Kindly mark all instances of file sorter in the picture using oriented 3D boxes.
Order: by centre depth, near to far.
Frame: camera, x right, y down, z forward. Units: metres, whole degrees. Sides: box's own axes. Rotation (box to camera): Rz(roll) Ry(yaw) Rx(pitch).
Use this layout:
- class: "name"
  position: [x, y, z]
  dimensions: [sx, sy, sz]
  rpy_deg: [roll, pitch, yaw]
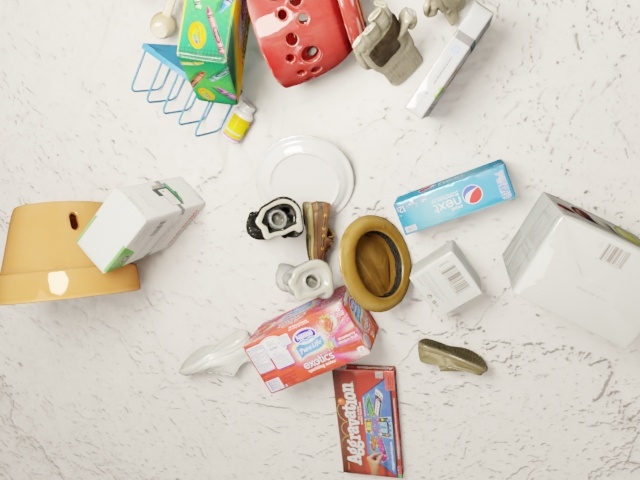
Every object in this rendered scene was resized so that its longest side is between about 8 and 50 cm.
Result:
- class: "file sorter"
  position: [-0.271, -0.300, 0.986]
  dimensions: [0.170, 0.118, 0.105]
  rpy_deg: [36, 115, 3]

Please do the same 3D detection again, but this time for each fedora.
- class: "fedora"
  position: [0.096, 0.048, 0.987]
  dimensions: [0.079, 0.194, 0.195]
  rpy_deg: [-11, 106, 57]

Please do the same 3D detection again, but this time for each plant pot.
- class: "plant pot"
  position: [-0.014, -0.380, 0.852]
  dimensions: [0.173, 0.191, 0.191]
  rpy_deg: [-12, 103, 13]
- class: "plant pot"
  position: [-0.562, 0.026, 1.097]
  dimensions: [0.290, 0.291, 0.204]
  rpy_deg: [-7, 87, 18]

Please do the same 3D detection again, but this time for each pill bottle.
- class: "pill bottle"
  position: [-0.166, -0.244, 1.012]
  dimensions: [0.043, 0.043, 0.083]
  rpy_deg: [37, 113, 2]

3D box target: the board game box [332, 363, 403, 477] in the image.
- class: "board game box"
  position: [0.111, 0.419, 1.142]
  dimensions: [0.144, 0.027, 0.282]
  rpy_deg: [-2, 106, 18]

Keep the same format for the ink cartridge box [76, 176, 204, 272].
- class: "ink cartridge box"
  position: [-0.369, -0.040, 1.038]
  dimensions: [0.092, 0.219, 0.160]
  rpy_deg: [47, 112, 2]

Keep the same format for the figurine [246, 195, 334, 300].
- class: "figurine"
  position: [-0.075, 0.025, 1.001]
  dimensions: [0.092, 0.209, 0.215]
  rpy_deg: [-30, 98, -18]

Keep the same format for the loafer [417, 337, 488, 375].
- class: "loafer"
  position: [0.273, 0.250, 1.032]
  dimensions: [0.147, 0.056, 0.050]
  rpy_deg: [18, 111, 21]

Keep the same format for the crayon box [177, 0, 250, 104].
- class: "crayon box"
  position: [-0.170, -0.398, 0.841]
  dimensions: [0.081, 0.165, 0.279]
  rpy_deg: [6, 82, -2]

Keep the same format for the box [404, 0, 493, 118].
- class: "box"
  position: [0.216, -0.296, 0.832]
  dimensions: [0.038, 0.145, 0.186]
  rpy_deg: [36, 112, 4]

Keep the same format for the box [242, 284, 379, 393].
- class: "box"
  position: [-0.019, 0.209, 1.062]
  dimensions: [0.256, 0.122, 0.128]
  rpy_deg: [-28, 97, 21]

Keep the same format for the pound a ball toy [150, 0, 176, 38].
- class: "pound a ball toy"
  position: [-0.324, -0.580, 0.928]
  dimensions: [0.208, 0.136, 0.319]
  rpy_deg: [22, 113, -19]

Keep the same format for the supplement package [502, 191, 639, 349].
- class: "supplement package"
  position: [0.441, 0.038, 0.838]
  dimensions: [0.194, 0.203, 0.149]
  rpy_deg: [27, 111, 6]

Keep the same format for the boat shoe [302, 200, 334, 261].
- class: "boat shoe"
  position: [0.000, -0.001, 1.018]
  dimensions: [0.060, 0.064, 0.178]
  rpy_deg: [-8, 122, -5]

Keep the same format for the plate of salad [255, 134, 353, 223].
- class: "plate of salad"
  position: [-0.032, -0.123, 1.003]
  dimensions: [0.199, 0.048, 0.200]
  rpy_deg: [1, 124, 2]

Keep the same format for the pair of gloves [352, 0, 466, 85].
- class: "pair of gloves"
  position: [0.158, -0.372, 0.803]
  dimensions: [0.240, 0.204, 0.042]
  rpy_deg: [-45, 69, 24]

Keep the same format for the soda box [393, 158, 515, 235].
- class: "soda box"
  position: [0.249, -0.081, 0.927]
  dimensions: [0.209, 0.071, 0.067]
  rpy_deg: [-19, 101, 20]

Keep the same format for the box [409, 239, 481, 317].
- class: "box"
  position: [0.245, 0.074, 0.966]
  dimensions: [0.102, 0.087, 0.101]
  rpy_deg: [-35, 94, 23]

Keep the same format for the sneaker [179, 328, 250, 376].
- class: "sneaker"
  position: [-0.242, 0.296, 1.183]
  dimensions: [0.212, 0.080, 0.094]
  rpy_deg: [-26, 110, 20]
